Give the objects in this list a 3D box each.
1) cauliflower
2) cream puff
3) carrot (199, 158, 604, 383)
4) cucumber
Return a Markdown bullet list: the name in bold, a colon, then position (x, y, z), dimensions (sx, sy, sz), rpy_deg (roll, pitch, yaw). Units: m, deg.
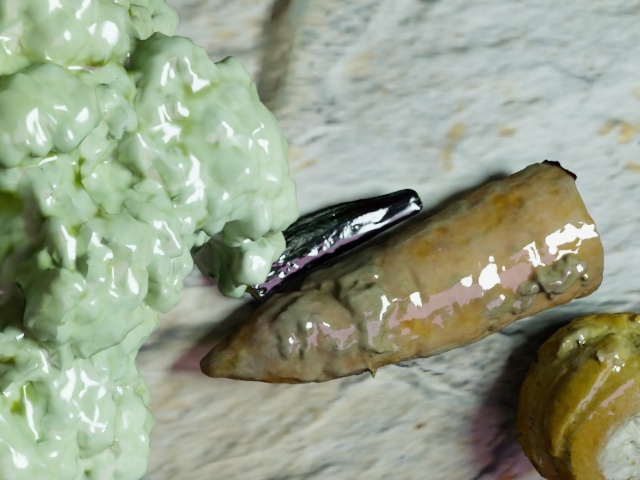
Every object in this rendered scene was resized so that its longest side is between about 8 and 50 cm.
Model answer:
- **cauliflower**: position (-0.137, -0.034, 0.614), dimensions (0.281, 0.260, 0.327), rpy_deg (13, 68, -62)
- **cream puff**: position (0.200, 0.113, 1.004), dimensions (0.126, 0.103, 0.144), rpy_deg (3, 116, -26)
- **carrot**: position (0.048, 0.034, 0.882), dimensions (0.263, 0.102, 0.102), rpy_deg (-20, 126, -15)
- **cucumber**: position (-0.001, -0.002, 0.860), dimensions (0.134, 0.033, 0.034), rpy_deg (-30, 96, -14)
